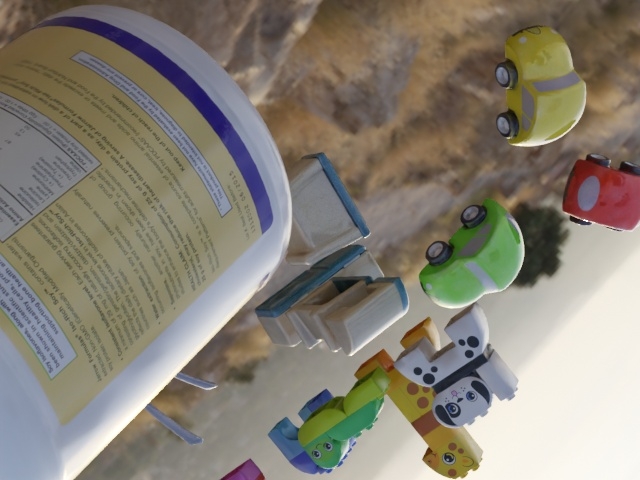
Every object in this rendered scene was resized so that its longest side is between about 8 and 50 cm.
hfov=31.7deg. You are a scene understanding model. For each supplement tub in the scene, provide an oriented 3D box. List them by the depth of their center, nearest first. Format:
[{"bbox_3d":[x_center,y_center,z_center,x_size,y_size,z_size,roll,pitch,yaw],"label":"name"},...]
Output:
[{"bbox_3d":[-0.199,0.025,0.710,0.331,0.241,0.241,-46,169,-37],"label":"supplement tub"}]

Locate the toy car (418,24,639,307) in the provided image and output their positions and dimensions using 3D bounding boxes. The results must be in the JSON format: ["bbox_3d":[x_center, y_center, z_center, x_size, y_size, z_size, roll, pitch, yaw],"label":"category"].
[{"bbox_3d":[0.176,-0.028,0.935,0.225,0.053,0.239,-48,125,-6],"label":"toy car"}]

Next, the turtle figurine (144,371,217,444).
[{"bbox_3d":[-0.255,0.124,1.217,0.197,0.266,0.274,-97,-179,-58],"label":"turtle figurine"}]

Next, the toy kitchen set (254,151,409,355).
[{"bbox_3d":[0.000,0.000,1.033,0.122,0.166,0.207,-36,-167,-21],"label":"toy kitchen set"}]

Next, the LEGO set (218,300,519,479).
[{"bbox_3d":[0.041,0.126,0.690,0.227,0.093,0.087,-38,-179,26],"label":"LEGO set"}]
